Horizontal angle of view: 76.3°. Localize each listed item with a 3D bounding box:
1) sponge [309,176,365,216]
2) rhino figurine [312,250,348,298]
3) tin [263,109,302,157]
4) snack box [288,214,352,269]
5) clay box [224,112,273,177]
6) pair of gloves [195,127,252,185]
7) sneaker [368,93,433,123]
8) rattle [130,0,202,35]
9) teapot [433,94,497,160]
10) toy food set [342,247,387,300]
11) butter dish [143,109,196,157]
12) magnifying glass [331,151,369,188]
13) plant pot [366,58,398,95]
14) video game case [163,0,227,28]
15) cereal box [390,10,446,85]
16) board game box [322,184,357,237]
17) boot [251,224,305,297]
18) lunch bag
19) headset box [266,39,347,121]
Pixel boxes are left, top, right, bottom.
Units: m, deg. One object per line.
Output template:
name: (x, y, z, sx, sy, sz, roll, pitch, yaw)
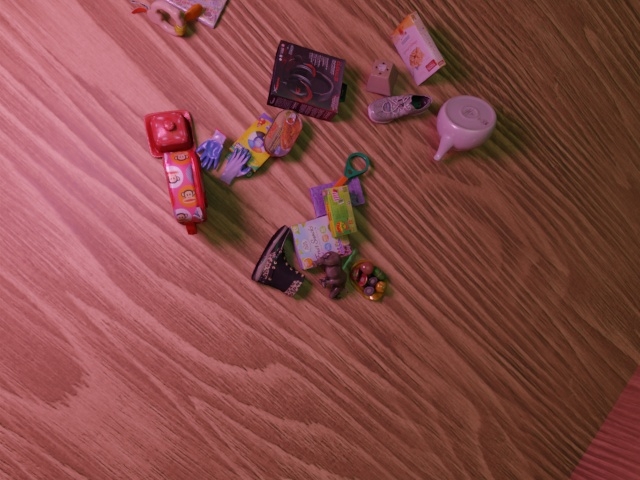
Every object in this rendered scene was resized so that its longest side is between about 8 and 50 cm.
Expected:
sponge: (0.066, -0.175, 1.618, 0.210, 0.031, 0.117, -16, 91, -15)
rhino figurine: (0.048, 0.140, 1.541, 0.106, 0.073, 0.243, -26, 127, -9)
tin: (-0.141, -0.396, 1.511, 0.106, 0.040, 0.190, 32, 78, -18)
snack box: (0.000, 0.000, 1.570, 0.207, 0.070, 0.175, -19, 93, -15)
clay box: (-0.240, -0.353, 1.526, 0.127, 0.053, 0.222, 42, 77, -10)
pair of gloves: (-0.348, -0.296, 1.476, 0.198, 0.023, 0.159, 36, 106, -8)
sneaker: (0.326, -0.558, 1.666, 0.281, 0.115, 0.105, -18, 92, -16)
rattle: (-0.548, -0.825, 1.439, 0.199, 0.130, 0.143, 24, 86, 14)
teapot: (0.601, -0.471, 1.714, 0.255, 0.187, 0.253, 0, 60, 0)
toy food set: (0.188, 0.144, 1.617, 0.218, 0.071, 0.128, 45, 77, -10)
butter dish: (-0.523, -0.383, 1.411, 0.160, 0.118, 0.160, -12, 92, -17)
magnifying glass: (0.112, -0.263, 1.615, 0.092, 0.026, 0.231, 38, 66, 4)
plant pot: (0.247, -0.664, 1.639, 0.108, 0.096, 0.109, 17, 83, 12)
video game case: (-0.459, -0.930, 1.503, 0.226, 0.026, 0.207, 24, 81, -14)
cereal box: (0.395, -0.779, 1.668, 0.047, 0.173, 0.240, -34, 96, -15)
board game box: (0.073, -0.110, 1.538, 0.092, 0.043, 0.182, -13, 90, -20)
boot: (-0.130, 0.080, 1.523, 0.178, 0.085, 0.237, 31, 86, -15)
lunch bag: (-0.436, -0.147, 1.336, 0.120, 0.293, 0.258, -10, 94, -15)
headset box: (-0.040, -0.603, 1.565, 0.293, 0.110, 0.218, 12, 84, -15)
